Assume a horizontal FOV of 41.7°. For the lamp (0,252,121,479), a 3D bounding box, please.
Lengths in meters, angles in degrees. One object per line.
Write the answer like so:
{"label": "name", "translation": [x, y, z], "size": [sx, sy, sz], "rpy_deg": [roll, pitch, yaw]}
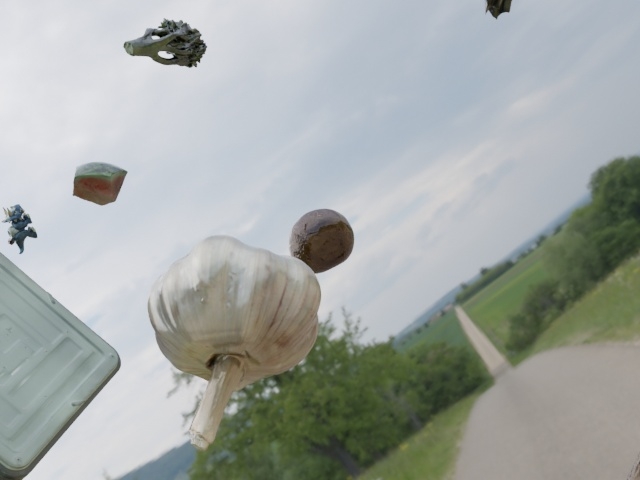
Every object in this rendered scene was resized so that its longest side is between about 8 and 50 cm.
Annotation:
{"label": "lamp", "translation": [-0.433, 0.156, 1.126], "size": [0.047, 0.269, 0.266], "rpy_deg": [-46, 6, 32]}

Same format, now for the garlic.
{"label": "garlic", "translation": [-0.097, 0.117, 0.901], "size": [0.199, 0.199, 0.226], "rpy_deg": [-45, 28, 39]}

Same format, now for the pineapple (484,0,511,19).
{"label": "pineapple", "translation": [0.234, -0.357, 0.828], "size": [0.277, 0.119, 0.130], "rpy_deg": [-45, 3, 18]}

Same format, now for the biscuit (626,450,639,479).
{"label": "biscuit", "translation": [0.576, 0.369, 1.467], "size": [0.215, 0.034, 0.182], "rpy_deg": [-34, -38, -45]}

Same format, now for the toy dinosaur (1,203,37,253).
{"label": "toy dinosaur", "translation": [-0.510, -0.020, 1.420], "size": [0.047, 0.083, 0.030], "rpy_deg": [-25, 19, -32]}

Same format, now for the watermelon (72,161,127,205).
{"label": "watermelon", "translation": [-0.371, -0.099, 1.397], "size": [0.092, 0.084, 0.072], "rpy_deg": [-93, 25, -74]}

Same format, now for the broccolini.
{"label": "broccolini", "translation": [-0.237, -0.308, 1.320], "size": [0.068, 0.091, 0.202], "rpy_deg": [-20, 11, 15]}

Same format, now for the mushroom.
{"label": "mushroom", "translation": [0.000, 0.000, 1.546], "size": [0.127, 0.127, 0.087], "rpy_deg": [-34, 17, -15]}
